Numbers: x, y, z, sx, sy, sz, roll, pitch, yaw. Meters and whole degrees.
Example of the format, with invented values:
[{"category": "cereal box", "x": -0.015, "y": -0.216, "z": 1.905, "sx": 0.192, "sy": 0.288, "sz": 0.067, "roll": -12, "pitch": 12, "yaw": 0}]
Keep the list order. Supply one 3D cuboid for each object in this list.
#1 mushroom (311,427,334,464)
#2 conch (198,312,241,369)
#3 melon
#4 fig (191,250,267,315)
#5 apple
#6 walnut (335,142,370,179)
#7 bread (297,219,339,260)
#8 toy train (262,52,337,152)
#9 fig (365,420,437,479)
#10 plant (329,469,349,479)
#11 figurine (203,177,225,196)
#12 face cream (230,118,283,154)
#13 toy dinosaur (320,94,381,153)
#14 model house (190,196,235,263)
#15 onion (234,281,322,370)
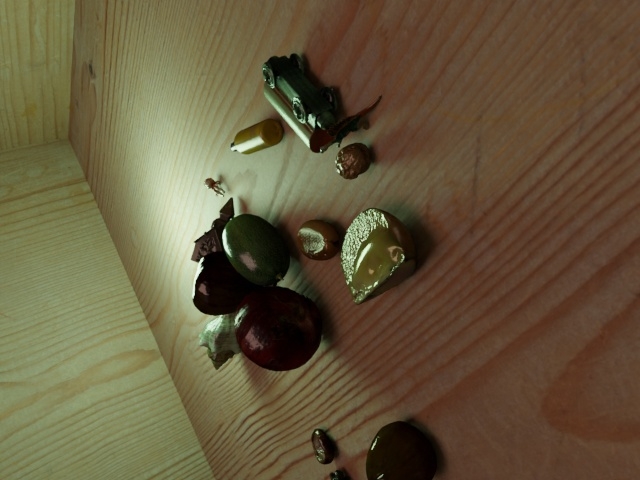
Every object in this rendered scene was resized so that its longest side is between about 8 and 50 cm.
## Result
[{"category": "mushroom", "x": 0.008, "y": 0.700, "z": 2.120, "sx": 0.123, "sy": 0.052, "sz": 0.123, "roll": 34, "pitch": 129, "yaw": 54}, {"category": "conch", "x": -0.391, "y": 0.380, "z": 2.481, "sx": 0.203, "sy": 0.169, "sz": 0.386, "roll": 27, "pitch": 135, "yaw": 17}, {"category": "melon", "x": -0.197, "y": 0.034, "z": 1.957, "sx": 0.288, "sy": 0.182, "sz": 0.182, "roll": 50, "pitch": 143, "yaw": 35}, {"category": "fig", "x": -0.259, "y": 0.162, "z": 2.066, "sx": 0.217, "sy": 0.320, "sz": 0.217, "roll": -166, "pitch": 90, "yaw": -80}, {"category": "apple", "x": 0.142, "y": 0.023, "z": 1.477, "sx": 0.265, "sy": 0.120, "sz": 0.193, "roll": -53, "pitch": 48, "yaw": 51}, {"category": "walnut", "x": 0.078, "y": -0.190, "z": 1.496, "sx": 0.082, "sy": 0.079, "sz": 0.096, "roll": 31, "pitch": 138, "yaw": -9}, {"category": "bread", "x": 0.000, "y": 0.000, "z": 1.729, "sx": 0.189, "sy": 0.077, "sz": 0.114, "roll": 10, "pitch": 95, "yaw": 57}, {"category": "toy train", "x": -0.056, "y": -0.353, "z": 1.603, "sx": 0.285, "sy": 0.116, "sz": 0.177, "roll": 51, "pitch": 156, "yaw": 29}, {"category": "fig", "x": 0.165, "y": 0.611, "z": 1.621, "sx": 0.191, "sy": 0.290, "sz": 0.191, "roll": 49, "pitch": 168, "yaw": 15}, {"category": "plant", "x": 0.084, "y": 0.832, "z": 2.051, "sx": 0.085, "sy": 0.087, "sz": 0.174, "roll": -50, "pitch": 54, "yaw": 16}, {"category": "figurine", "x": -0.380, "y": -0.191, "z": 2.260, "sx": 0.109, "sy": 0.047, "sz": 0.064, "roll": 35, "pitch": 128, "yaw": 32}, {"category": "face cream", "x": -0.208, "y": -0.306, "z": 1.889, "sx": 0.273, "sy": 0.078, "sz": 0.078, "roll": -4, "pitch": 103, "yaw": 58}, {"category": "toy dinosaur", "x": 0.062, "y": -0.269, "z": 1.450, "sx": 0.044, "sy": 0.106, "sz": 0.187, "roll": 65, "pitch": 149, "yaw": 10}, {"category": "model house", "x": -0.332, "y": -0.030, "z": 2.207, "sx": 0.176, "sy": 0.181, "sz": 0.248, "roll": 20, "pitch": 101, "yaw": 6}, {"category": "onion", "x": -0.131, "y": 0.272, "z": 1.894, "sx": 0.276, "sy": 0.276, "sz": 0.276, "roll": 34, "pitch": 133, "yaw": 46}]
